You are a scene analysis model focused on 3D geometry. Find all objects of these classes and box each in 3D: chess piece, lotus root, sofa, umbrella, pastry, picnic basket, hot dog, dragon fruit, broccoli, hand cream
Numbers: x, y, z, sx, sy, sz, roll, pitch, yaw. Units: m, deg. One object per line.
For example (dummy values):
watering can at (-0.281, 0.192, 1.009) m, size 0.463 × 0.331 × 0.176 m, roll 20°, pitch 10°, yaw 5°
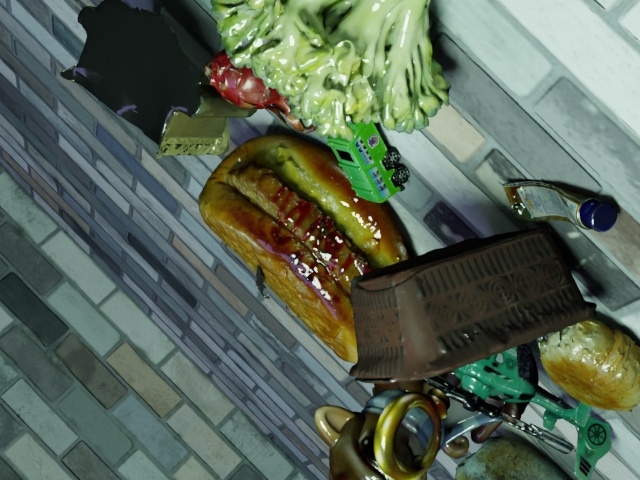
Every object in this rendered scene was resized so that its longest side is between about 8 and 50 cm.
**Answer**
chess piece at (-0.178, -0.240, 1.746) m, size 0.092 × 0.035 × 0.035 m, roll 57°, pitch 157°, yaw -17°
lotus root at (0.376, 0.466, 1.801) m, size 0.322 × 0.158 × 0.140 m, roll 39°, pitch -176°, yaw 5°
sofa at (-0.233, -0.259, 1.637) m, size 0.258 × 0.182 × 0.200 m, roll 40°, pitch -161°, yaw 18°
umbrella at (-0.094, 0.063, 1.648) m, size 0.022 × 0.013 × 0.122 m, roll 27°, pitch 158°, yaw 18°
pastry at (0.359, 0.161, 1.381) m, size 0.153 × 0.081 × 0.153 m, roll 39°, pitch 159°, yaw 18°
picnic basket at (0.173, 0.074, 1.312) m, size 0.222 × 0.297 × 0.129 m, roll -11°, pitch 95°, yaw 65°
hot dog at (-0.001, 0.001, 1.635) m, size 0.405 × 0.185 × 0.223 m, roll 45°, pitch 160°, yaw 2°
dragon fruit at (-0.075, -0.222, 1.536) m, size 0.190 × 0.094 × 0.094 m, roll 27°, pitch 167°, yaw -24°
broccoli at (0.035, -0.240, 1.121) m, size 0.245 × 0.288 × 0.247 m, roll -30°, pitch 65°, yaw 54°
hand cream at (0.279, -0.038, 1.244) m, size 0.062 × 0.039 × 0.163 m, roll 54°, pitch 164°, yaw -25°

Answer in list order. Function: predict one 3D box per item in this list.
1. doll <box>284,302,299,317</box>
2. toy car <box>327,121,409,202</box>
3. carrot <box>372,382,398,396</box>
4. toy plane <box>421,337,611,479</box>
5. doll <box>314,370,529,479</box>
doll at (-0.051, 0.023, 1.891) m, size 0.278 × 0.119 × 0.154 m, roll 59°, pitch 157°, yaw -7°
toy car at (0.056, -0.127, 1.461) m, size 0.071 × 0.062 × 0.165 m, roll 19°, pitch 146°, yaw 51°
carrot at (0.155, 0.250, 1.875) m, size 0.139 × 0.139 × 0.301 m, roll 29°, pitch 143°, yaw 38°
toy plane at (0.269, 0.197, 1.534) m, size 0.382 × 0.155 × 0.106 m, roll 32°, pitch 160°, yaw -10°
doll at (0.169, 0.286, 1.658) m, size 0.209 × 0.340 × 0.318 m, roll 37°, pitch 149°, yaw 41°
